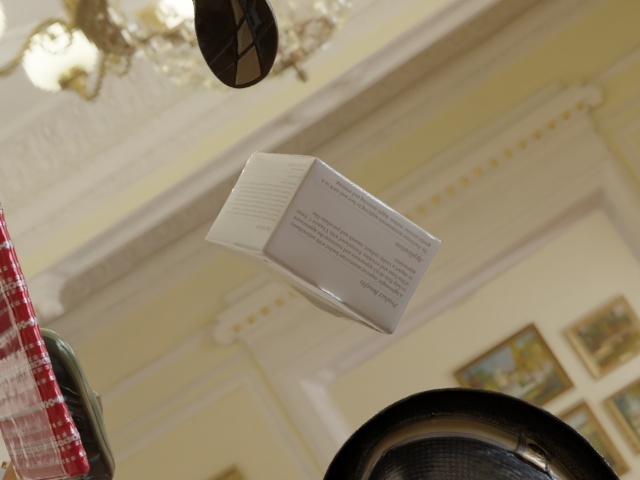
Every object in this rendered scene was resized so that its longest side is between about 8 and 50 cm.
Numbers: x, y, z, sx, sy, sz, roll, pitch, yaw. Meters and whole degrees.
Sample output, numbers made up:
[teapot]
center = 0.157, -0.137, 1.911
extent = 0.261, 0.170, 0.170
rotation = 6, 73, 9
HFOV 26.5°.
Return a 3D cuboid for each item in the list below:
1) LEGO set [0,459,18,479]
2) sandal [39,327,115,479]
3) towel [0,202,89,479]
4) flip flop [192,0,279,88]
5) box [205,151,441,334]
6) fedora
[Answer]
[LEGO set]
center = -0.375, 0.391, 1.540
extent = 0.287, 0.107, 0.132
rotation = -65, -7, -48
[sandal]
center = -0.311, 0.208, 1.674
extent = 0.120, 0.086, 0.302
rotation = 6, -48, 6
[towel]
center = -0.252, 0.057, 1.076
extent = 0.031, 0.274, 0.199
rotation = -18, -3, -25
[flip flop]
center = -0.136, -0.338, 1.809
extent = 0.112, 0.277, 0.080
rotation = -24, 9, 9
[box]
center = 0.000, 0.000, 1.486
extent = 0.119, 0.181, 0.182
rotation = -60, 24, -8
[fedora]
center = 0.151, 0.313, 1.320
extent = 0.334, 0.334, 0.152
rotation = -36, 8, 16
